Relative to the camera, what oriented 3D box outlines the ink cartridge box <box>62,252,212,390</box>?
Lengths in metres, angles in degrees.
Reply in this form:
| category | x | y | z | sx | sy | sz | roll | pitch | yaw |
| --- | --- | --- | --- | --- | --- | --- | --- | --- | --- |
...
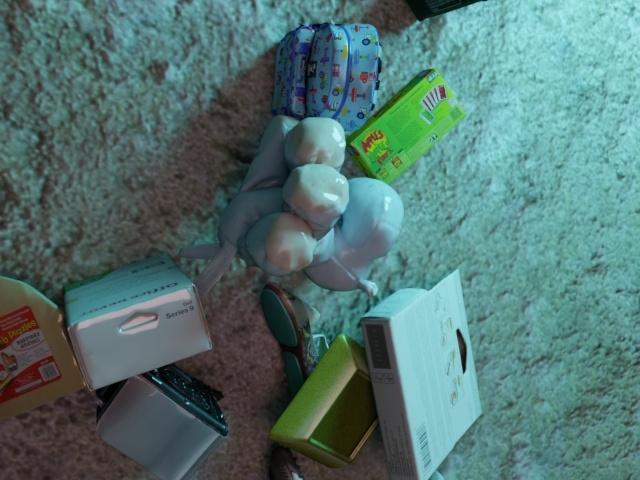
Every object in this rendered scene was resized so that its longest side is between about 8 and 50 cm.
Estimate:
| category | x | y | z | sx | sy | sz | roll | pitch | yaw |
| --- | --- | --- | --- | --- | --- | --- | --- | --- | --- |
| ink cartridge box | -0.242 | 0.096 | 0.958 | 0.154 | 0.212 | 0.093 | -19 | 104 | -17 |

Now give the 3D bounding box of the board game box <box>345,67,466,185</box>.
| category | x | y | z | sx | sy | sz | roll | pitch | yaw |
| --- | --- | --- | --- | --- | --- | --- | --- | --- | --- |
| board game box | 0.130 | -0.173 | 1.146 | 0.181 | 0.043 | 0.092 | -42 | 109 | -10 |

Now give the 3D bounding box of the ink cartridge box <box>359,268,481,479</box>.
| category | x | y | z | sx | sy | sz | roll | pitch | yaw |
| --- | --- | --- | --- | --- | --- | --- | --- | --- | --- |
| ink cartridge box | 0.168 | 0.207 | 1.183 | 0.239 | 0.060 | 0.275 | -27 | 110 | -53 |

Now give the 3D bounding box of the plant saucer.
| category | x | y | z | sx | sy | sz | roll | pitch | yaw |
| --- | --- | --- | --- | --- | --- | --- | --- | --- | --- |
| plant saucer | 0.038 | 0.260 | 1.132 | 0.188 | 0.045 | 0.188 | -54 | 136 | -6 |

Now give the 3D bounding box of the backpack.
| category | x | y | z | sx | sy | sz | roll | pitch | yaw |
| --- | --- | --- | --- | --- | --- | --- | --- | --- | --- |
| backpack | 0.012 | -0.227 | 1.026 | 0.116 | 0.173 | 0.158 | 5 | 97 | -21 |

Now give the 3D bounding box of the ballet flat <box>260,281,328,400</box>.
| category | x | y | z | sx | sy | sz | roll | pitch | yaw |
| --- | --- | --- | --- | --- | --- | --- | --- | --- | --- |
| ballet flat | -0.029 | 0.152 | 1.126 | 0.079 | 0.076 | 0.222 | -28 | 112 | -33 |

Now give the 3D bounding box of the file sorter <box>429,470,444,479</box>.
| category | x | y | z | sx | sy | sz | roll | pitch | yaw |
| --- | --- | --- | --- | --- | --- | --- | --- | --- | --- |
| file sorter | 0.228 | 0.555 | 1.208 | 0.173 | 0.193 | 0.278 | -39 | 108 | -8 |

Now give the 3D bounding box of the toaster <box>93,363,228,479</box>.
| category | x | y | z | sx | sy | sz | roll | pitch | yaw |
| --- | --- | --- | --- | --- | --- | --- | --- | --- | --- |
| toaster | -0.218 | 0.231 | 1.013 | 0.185 | 0.168 | 0.110 | 41 | 86 | -19 |

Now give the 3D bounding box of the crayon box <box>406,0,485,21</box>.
| category | x | y | z | sx | sy | sz | roll | pitch | yaw |
| --- | --- | --- | --- | --- | --- | --- | --- | --- | --- |
| crayon box | 0.281 | -0.458 | 1.078 | 0.318 | 0.202 | 0.081 | -41 | 109 | -11 |

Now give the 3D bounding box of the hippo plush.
| category | x | y | z | sx | sy | sz | roll | pitch | yaw |
| --- | --- | --- | --- | --- | --- | --- | --- | --- | --- |
| hippo plush | 0.000 | 0.000 | 1.002 | 0.236 | 0.234 | 0.294 | 28 | 105 | -31 |

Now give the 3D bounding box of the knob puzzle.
| category | x | y | z | sx | sy | sz | roll | pitch | yaw |
| --- | --- | --- | --- | --- | --- | --- | --- | --- | --- |
| knob puzzle | -0.414 | 0.130 | 0.974 | 0.213 | 0.030 | 0.213 | 1 | 98 | 9 |

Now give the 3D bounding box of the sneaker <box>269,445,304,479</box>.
| category | x | y | z | sx | sy | sz | roll | pitch | yaw |
| --- | --- | --- | --- | --- | --- | --- | --- | --- | --- |
| sneaker | -0.071 | 0.432 | 1.136 | 0.106 | 0.078 | 0.235 | -9 | 106 | -19 |
